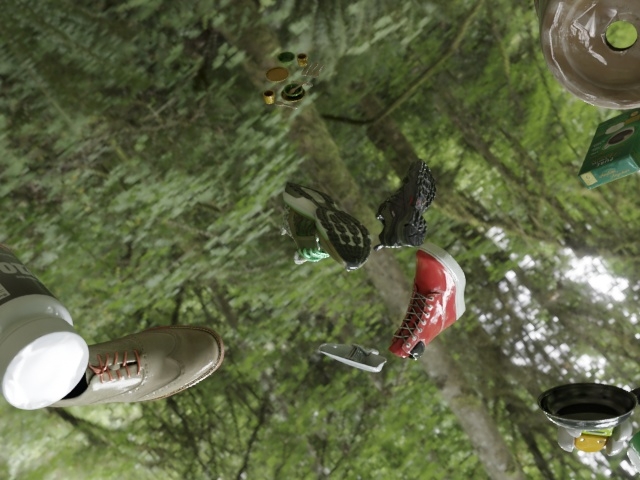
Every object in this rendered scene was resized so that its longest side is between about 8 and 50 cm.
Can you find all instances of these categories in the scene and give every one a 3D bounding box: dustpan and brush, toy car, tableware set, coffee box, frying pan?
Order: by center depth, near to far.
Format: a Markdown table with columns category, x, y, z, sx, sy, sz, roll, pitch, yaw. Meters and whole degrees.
| category | x | y | z | sx | sy | sz | roll | pitch | yaw |
| --- | --- | --- | --- | --- | --- | --- | --- | --- | --- |
| coffee box | 0.561 | -0.179 | 1.478 | 0.113 | 0.040 | 0.184 | -25 | -157 | 46 |
| tableware set | -0.064 | -0.316 | 1.517 | 0.024 | 0.104 | 0.154 | 84 | 27 | -49 |
| frying pan | 0.607 | 0.331 | 1.660 | 0.326 | 0.053 | 0.197 | -13 | -168 | -30 |
| dustpan and brush | 0.096 | 0.262 | 1.797 | 0.060 | 0.147 | 0.211 | -71 | 158 | -12 |
| toy car | 0.687 | 0.455 | 1.981 | 0.182 | 0.159 | 0.136 | 87 | 10 | -50 |

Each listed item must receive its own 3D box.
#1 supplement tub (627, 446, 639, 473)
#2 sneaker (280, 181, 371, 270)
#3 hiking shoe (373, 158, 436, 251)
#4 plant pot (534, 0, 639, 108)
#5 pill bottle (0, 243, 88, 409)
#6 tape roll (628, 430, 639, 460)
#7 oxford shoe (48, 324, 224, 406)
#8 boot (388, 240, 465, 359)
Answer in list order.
| category | x | y | z | sx | sy | sz | roll | pitch | yaw |
| --- | --- | --- | --- | --- | --- | --- | --- | --- | --- |
| supplement tub | 0.988 | 0.504 | 2.026 | 0.331 | 0.241 | 0.241 | -40 | -175 | -9 |
| sneaker | 0.000 | 0.000 | 2.082 | 0.410 | 0.158 | 0.182 | 51 | -56 | 55 |
| hiking shoe | 0.164 | -0.078 | 1.604 | 0.114 | 0.086 | 0.227 | -11 | -137 | 32 |
| plant pot | 0.417 | -0.312 | 1.031 | 0.323 | 0.323 | 0.280 | -35 | -169 | 43 |
| pill bottle | -0.492 | 0.128 | 1.231 | 0.161 | 0.283 | 0.161 | -29 | 136 | -33 |
| tape roll | 0.820 | 0.387 | 1.668 | 0.321 | 0.077 | 0.321 | -21 | 151 | -12 |
| oxford shoe | -0.336 | 0.221 | 1.317 | 0.348 | 0.123 | 0.130 | -15 | 173 | 0 |
| boot | 0.187 | 0.126 | 1.476 | 0.176 | 0.088 | 0.244 | -43 | 143 | -18 |
